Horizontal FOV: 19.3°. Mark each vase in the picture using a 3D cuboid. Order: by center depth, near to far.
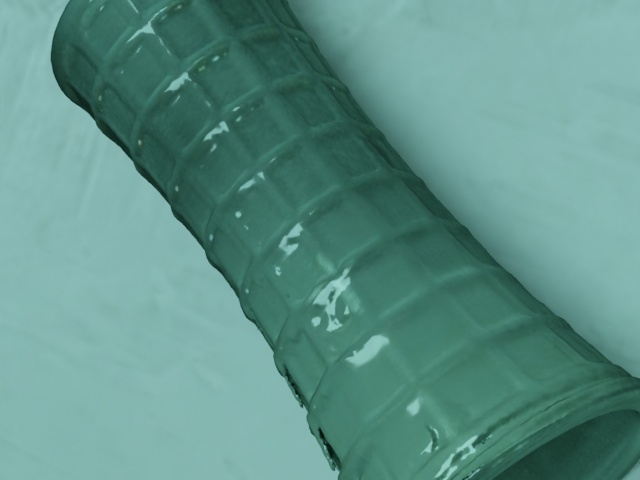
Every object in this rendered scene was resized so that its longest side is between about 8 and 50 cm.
[{"bbox_3d":[0.000,0.000,0.813,0.143,0.143,0.299,-46,63,18],"label":"vase"}]
